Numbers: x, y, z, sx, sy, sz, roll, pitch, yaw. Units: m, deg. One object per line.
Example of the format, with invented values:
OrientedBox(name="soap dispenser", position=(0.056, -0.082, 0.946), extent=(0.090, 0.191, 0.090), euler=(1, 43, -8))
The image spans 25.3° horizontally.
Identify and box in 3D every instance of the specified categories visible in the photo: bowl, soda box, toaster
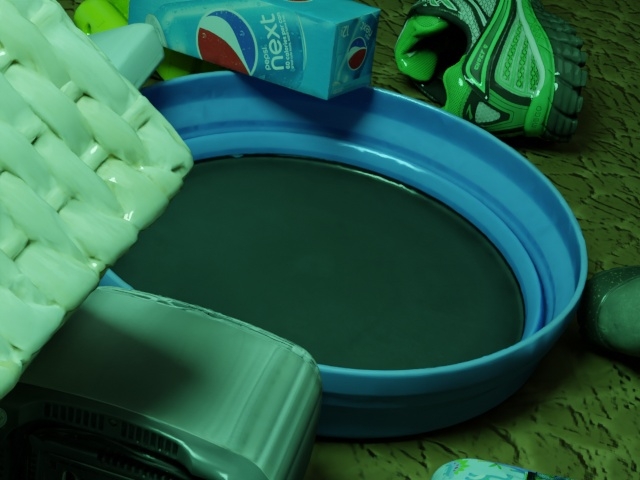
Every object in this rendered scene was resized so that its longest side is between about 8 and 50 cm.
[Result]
OrientedBox(name="bowl", position=(0.000, 0.000, 1.063), extent=(0.391, 0.077, 0.391), euler=(8, 34, -5))
OrientedBox(name="soda box", position=(-0.059, -0.182, 1.189), extent=(0.210, 0.067, 0.071), euler=(20, 28, 27))
OrientedBox(name="toaster", position=(-0.091, 0.117, 0.817), extent=(0.227, 0.129, 0.146), euler=(15, 31, 9))

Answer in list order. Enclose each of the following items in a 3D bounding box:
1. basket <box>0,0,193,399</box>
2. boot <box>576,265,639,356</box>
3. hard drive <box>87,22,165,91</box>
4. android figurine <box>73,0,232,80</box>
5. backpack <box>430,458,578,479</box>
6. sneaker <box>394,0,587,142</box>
OrientedBox(name="basket", position=(-0.294, -0.009, 0.646), extent=(0.331, 0.266, 0.328), euler=(48, 51, -16))
OrientedBox(name="boot", position=(0.326, 0.047, 1.043), extent=(0.246, 0.083, 0.161), euler=(-18, 17, -26))
OrientedBox(name="hard drive", position=(-0.253, -0.061, 1.025), extent=(0.203, 0.040, 0.307), euler=(-10, 27, 21))
OrientedBox(name="android figurine", position=(-0.098, -0.202, 1.345), extent=(0.248, 0.056, 0.273), euler=(-11, 40, -31))
OrientedBox(name="backpack", position=(0.106, 0.181, 0.806), extent=(0.114, 0.105, 0.084), euler=(15, 32, 13))
OrientedBox(name="sneaker", position=(0.137, -0.222, 1.380), extent=(0.146, 0.134, 0.343), euler=(1, 36, -15))
